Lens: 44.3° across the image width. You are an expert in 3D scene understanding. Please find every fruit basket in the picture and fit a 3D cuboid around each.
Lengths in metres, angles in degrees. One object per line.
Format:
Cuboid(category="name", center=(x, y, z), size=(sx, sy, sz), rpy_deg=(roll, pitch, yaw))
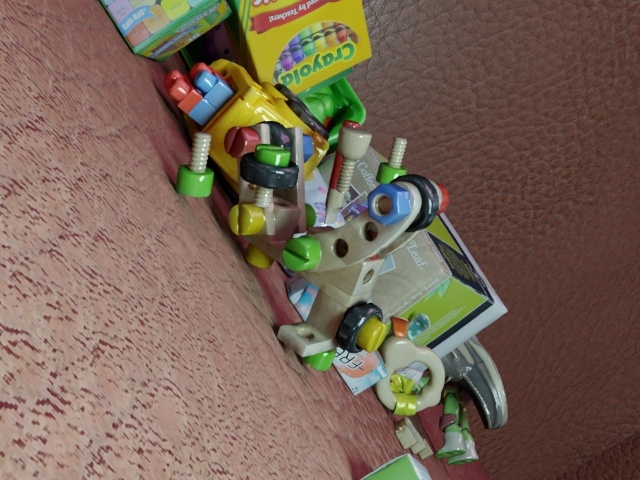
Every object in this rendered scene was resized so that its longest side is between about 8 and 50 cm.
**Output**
Cuboid(category="fruit basket", center=(-0.084, -0.326, 1.408), size=(0.392, 0.282, 0.392), rpy_deg=(60, -11, 19))

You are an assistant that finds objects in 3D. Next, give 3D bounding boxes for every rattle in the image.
Cuboid(category="rattle", center=(0.141, 0.190, 1.367), size=(0.143, 0.130, 0.200), rpy_deg=(-80, 155, -68))

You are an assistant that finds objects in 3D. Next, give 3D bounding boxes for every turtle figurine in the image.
Cuboid(category="turtle figurine", center=(0.259, 0.376, 1.813), size=(0.198, 0.274, 0.267), rpy_deg=(101, -13, -59))

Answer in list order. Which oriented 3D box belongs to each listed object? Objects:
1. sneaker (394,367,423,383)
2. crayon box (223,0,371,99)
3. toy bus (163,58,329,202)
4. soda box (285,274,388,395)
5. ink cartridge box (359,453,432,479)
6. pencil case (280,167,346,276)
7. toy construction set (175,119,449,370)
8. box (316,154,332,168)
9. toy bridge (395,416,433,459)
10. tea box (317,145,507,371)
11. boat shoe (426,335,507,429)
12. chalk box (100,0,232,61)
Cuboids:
Cuboid(category="sneaker", center=(0.129, 0.160, 1.685), size=(0.305, 0.114, 0.152), rpy_deg=(62, 4, 28))
Cuboid(category="crayon box", center=(-0.040, -0.343, 1.185), size=(0.081, 0.202, 0.319), rpy_deg=(42, -24, 46))
Cuboid(category="toy bus", center=(-0.119, -0.168, 1.056), size=(0.211, 0.149, 0.220), rpy_deg=(38, 12, -31))
Cuboid(category="soda box", center=(0.023, 0.122, 1.091), size=(0.183, 0.058, 0.063), rpy_deg=(57, 5, -20))
Cuboid(category="ink cartridge box", center=(0.118, 0.323, 0.771), size=(0.209, 0.062, 0.109), rpy_deg=(62, 4, 29))
Cuboid(category="pencil case", center=(-0.052, -0.070, 1.209), size=(0.273, 0.113, 0.124), rpy_deg=(61, -39, 38))
Cuboid(category="toy construction set", center=(0.000, 0.000, 0.897), size=(0.309, 0.257, 0.237), rpy_deg=(-50, 154, -69))
Cuboid(category="box", center=(-0.056, -0.208, 1.728), size=(0.262, 0.126, 0.231), rpy_deg=(82, -12, -89))
Cuboid(category="toy bridge", center=(0.157, 0.339, 1.366), size=(0.063, 0.026, 0.188), rpy_deg=(59, 3, 27))
Cuboid(category="tea box", center=(0.133, 0.034, 1.479), size=(0.323, 0.220, 0.329), rpy_deg=(30, 26, -53))
Cuboid(category="boat shoe", center=(0.286, 0.253, 1.712), size=(0.132, 0.130, 0.356), rpy_deg=(81, -14, -65))
Cuboid(category="chalk box", center=(-0.207, -0.322, 1.003), size=(0.132, 0.132, 0.213), rpy_deg=(58, 5, -9))
